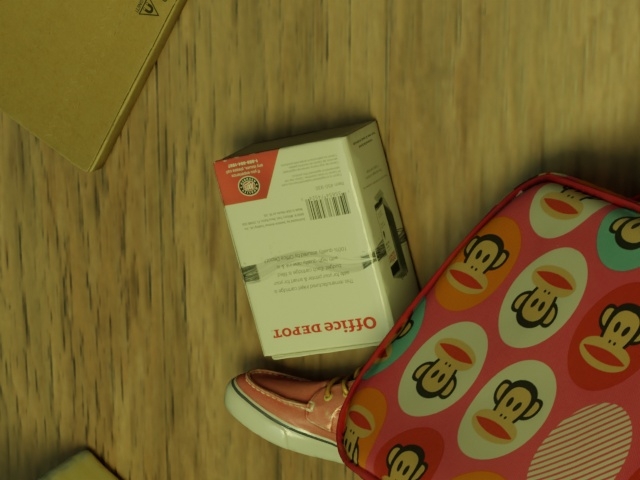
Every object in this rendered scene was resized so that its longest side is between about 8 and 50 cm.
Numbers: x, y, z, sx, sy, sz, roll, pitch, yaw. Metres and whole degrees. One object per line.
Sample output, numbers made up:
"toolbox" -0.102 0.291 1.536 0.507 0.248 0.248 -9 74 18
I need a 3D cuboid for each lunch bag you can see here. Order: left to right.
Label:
"lunch bag" 0.159 0.075 1.009 0.120 0.293 0.258 37 89 -30

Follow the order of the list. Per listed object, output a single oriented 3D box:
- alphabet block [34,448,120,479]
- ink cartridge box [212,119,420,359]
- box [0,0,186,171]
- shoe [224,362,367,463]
"alphabet block" -0.184 0.301 1.299 0.197 0.192 0.193 42 120 9
"ink cartridge box" 0.000 0.000 1.193 0.099 0.056 0.135 -9 101 27
"box" -0.174 -0.170 1.242 0.164 0.021 0.201 36 118 11
"shoe" 0.027 0.104 1.213 0.178 0.063 0.081 22 112 12
